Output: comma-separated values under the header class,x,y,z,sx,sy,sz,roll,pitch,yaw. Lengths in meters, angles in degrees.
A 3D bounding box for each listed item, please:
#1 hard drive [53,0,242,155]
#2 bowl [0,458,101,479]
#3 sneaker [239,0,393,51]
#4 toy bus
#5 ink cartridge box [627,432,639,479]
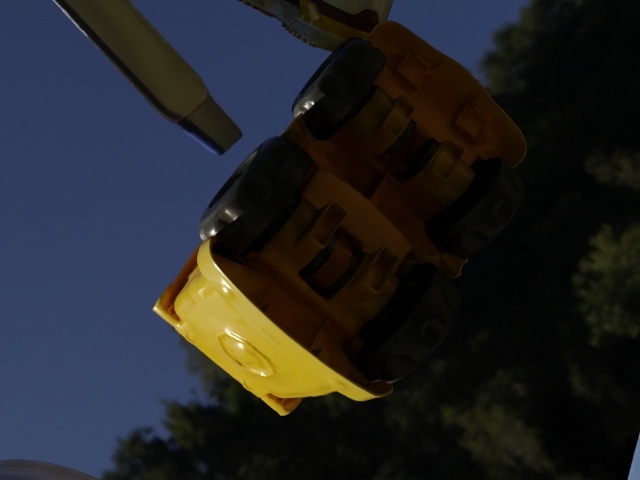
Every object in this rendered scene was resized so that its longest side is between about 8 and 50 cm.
class,x,y,z,sx,sy,sz,roll,pitch,yaw
hard drive,-0.158,-0.166,1.186,0.040,0.210,0.318,-43,-2,0
bowl,-0.266,0.294,1.354,0.298,0.298,0.134,56,-143,-51
sneaker,-0.009,-0.188,0.989,0.069,0.185,0.084,13,-72,-43
toy bus,0.000,0.000,0.914,0.149,0.211,0.220,40,-120,-9
ink cartridge box,0.302,0.101,0.476,0.395,0.151,0.270,1,-66,-21
